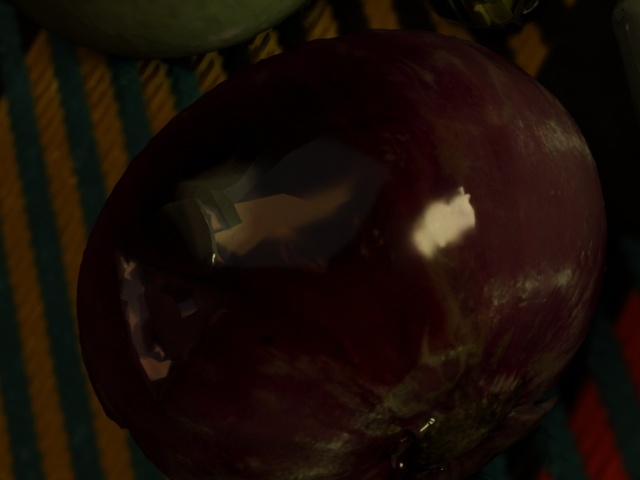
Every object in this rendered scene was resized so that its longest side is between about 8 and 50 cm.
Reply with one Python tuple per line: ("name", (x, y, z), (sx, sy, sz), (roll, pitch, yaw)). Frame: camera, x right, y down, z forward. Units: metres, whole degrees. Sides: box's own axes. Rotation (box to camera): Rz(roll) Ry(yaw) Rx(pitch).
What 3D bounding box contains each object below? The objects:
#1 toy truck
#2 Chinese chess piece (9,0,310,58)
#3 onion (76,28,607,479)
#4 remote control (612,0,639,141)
("toy truck", (0.075, -0.136, 0.711), (0.054, 0.049, 0.083), (10, 72, 28))
("Chinese chess piece", (-0.070, -0.201, 0.776), (0.237, 0.092, 0.238), (-9, 65, 21))
("onion", (0.005, 0.011, 0.608), (0.207, 0.200, 0.201), (-11, 65, 13))
("remote control", (0.180, -0.023, 0.617), (0.104, 0.052, 0.247), (-18, 65, 18))
